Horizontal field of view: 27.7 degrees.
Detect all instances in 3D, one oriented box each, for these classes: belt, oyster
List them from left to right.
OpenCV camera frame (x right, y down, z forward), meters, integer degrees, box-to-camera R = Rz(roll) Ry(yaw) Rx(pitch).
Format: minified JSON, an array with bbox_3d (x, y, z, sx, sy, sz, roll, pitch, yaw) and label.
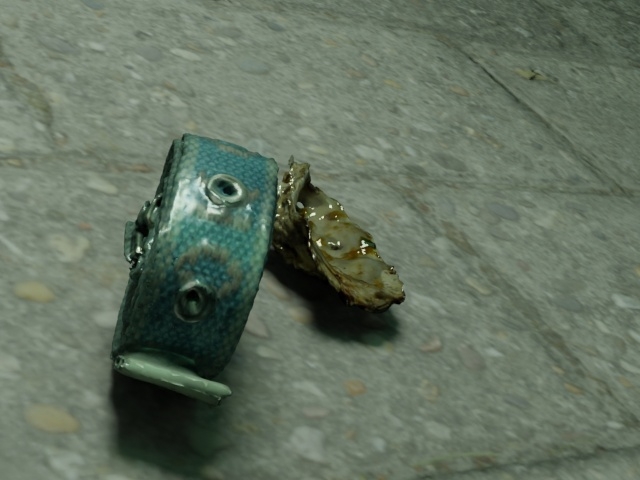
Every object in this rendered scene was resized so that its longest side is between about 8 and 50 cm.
[{"bbox_3d":[-0.078,0.011,0.773,0.082,0.147,0.163,17,0,-11],"label":"belt"},{"bbox_3d":[0.000,-0.004,0.957,0.105,0.056,0.177,21,26,-37],"label":"oyster"}]
